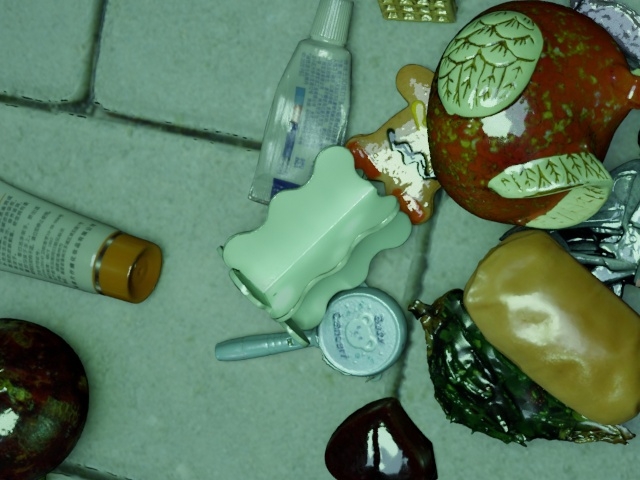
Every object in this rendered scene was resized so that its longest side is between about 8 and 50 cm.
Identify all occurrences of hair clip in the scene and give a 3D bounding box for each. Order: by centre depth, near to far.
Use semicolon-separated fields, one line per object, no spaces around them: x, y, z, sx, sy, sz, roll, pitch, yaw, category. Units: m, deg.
0.345;-0.214;0.950;0.187;0.056;0.146;38;100;16;hair clip

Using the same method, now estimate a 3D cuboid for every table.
0.000;0.000;0.944;0.198;0.166;0.166;-44;84;3;table

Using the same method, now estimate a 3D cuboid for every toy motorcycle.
0.376;-0.030;0.924;0.307;0.108;0.173;-33;77;12;toy motorcycle

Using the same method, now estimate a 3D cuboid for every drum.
-0.013;0.109;1.029;0.253;0.049;0.129;6;94;13;drum

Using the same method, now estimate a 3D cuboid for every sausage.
0.270;0.095;0.859;0.241;0.120;0.136;38;94;6;sausage

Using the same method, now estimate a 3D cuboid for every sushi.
0.213;0.173;0.940;0.287;0.140;0.149;43;92;7;sushi

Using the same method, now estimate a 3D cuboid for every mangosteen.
-0.418;0.243;1.054;0.232;0.231;0.289;12;133;10;mangosteen

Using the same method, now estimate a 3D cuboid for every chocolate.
0.081;0.268;1.002;0.149;0.080;0.125;18;96;11;chocolate

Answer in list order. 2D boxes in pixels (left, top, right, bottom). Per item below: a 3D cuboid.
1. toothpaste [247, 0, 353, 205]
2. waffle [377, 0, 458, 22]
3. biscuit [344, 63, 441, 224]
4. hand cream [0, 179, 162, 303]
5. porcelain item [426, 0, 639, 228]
-0.010;-0.170;1.016;0.099;0.069;0.282;27;109;42;toothpaste
0.111;-0.306;0.936;0.103;0.148;0.042;9;85;13;waffle
0.149;-0.150;0.993;0.165;0.036;0.250;45;99;5;biscuit
-0.375;0.008;1.079;0.314;0.089;0.139;19;95;14;hand cream
0.242;-0.136;0.844;0.253;0.253;0.252;0;92;11;porcelain item
